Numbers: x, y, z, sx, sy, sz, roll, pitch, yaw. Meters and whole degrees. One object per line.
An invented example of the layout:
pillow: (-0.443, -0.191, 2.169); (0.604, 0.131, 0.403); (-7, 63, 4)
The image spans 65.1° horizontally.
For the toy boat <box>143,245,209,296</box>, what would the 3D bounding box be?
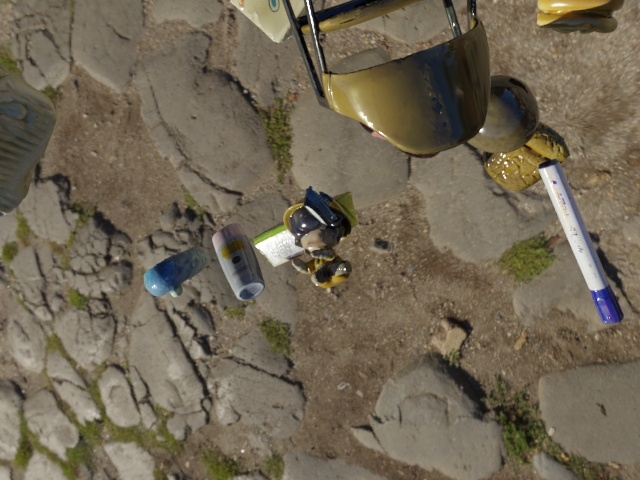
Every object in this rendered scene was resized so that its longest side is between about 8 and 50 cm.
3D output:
toy boat: (-0.479, 0.121, 1.722); (0.215, 0.330, 0.123); (-31, 90, -1)

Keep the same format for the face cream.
face cream: (-0.188, 0.045, 1.148); (0.084, 0.057, 0.198); (-32, 51, -1)

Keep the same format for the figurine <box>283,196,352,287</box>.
figurine: (0.003, 0.000, 1.370); (0.192, 0.167, 0.257); (-24, 73, 31)

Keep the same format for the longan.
longan: (0.377, -0.274, 1.084); (0.187, 0.167, 0.168); (29, 115, 46)

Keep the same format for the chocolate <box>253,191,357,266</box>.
chocolate: (-0.043, -0.040, 1.833); (0.300, 0.288, 0.137); (-21, 98, 38)

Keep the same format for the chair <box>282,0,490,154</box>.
chair: (0.055, -0.216, 0.444); (0.158, 0.172, 0.247); (-22, 118, -5)

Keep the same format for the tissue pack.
tissue pack: (-0.082, -0.560, 1.101); (0.148, 0.092, 0.196); (39, 124, -11)

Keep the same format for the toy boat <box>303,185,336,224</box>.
toy boat: (0.000, -0.088, 1.219); (0.060, 0.137, 0.061); (23, 80, 37)

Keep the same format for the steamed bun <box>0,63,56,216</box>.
steamed bun: (-0.693, -0.187, 0.870); (0.237, 0.394, 0.347); (38, 154, 19)

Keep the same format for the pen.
pen: (0.388, 0.003, 0.743); (0.033, 0.033, 0.269); (-22, 101, 28)

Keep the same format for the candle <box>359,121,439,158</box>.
candle: (0.298, -0.393, 1.632); (0.316, 0.132, 0.287); (27, 156, -19)

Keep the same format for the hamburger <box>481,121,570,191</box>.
hamburger: (0.509, -0.217, 1.275); (0.183, 0.130, 0.206); (32, 154, 3)

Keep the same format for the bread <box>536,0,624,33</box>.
bread: (0.560, -0.600, 1.048); (0.172, 0.121, 0.312); (7, 102, 16)
